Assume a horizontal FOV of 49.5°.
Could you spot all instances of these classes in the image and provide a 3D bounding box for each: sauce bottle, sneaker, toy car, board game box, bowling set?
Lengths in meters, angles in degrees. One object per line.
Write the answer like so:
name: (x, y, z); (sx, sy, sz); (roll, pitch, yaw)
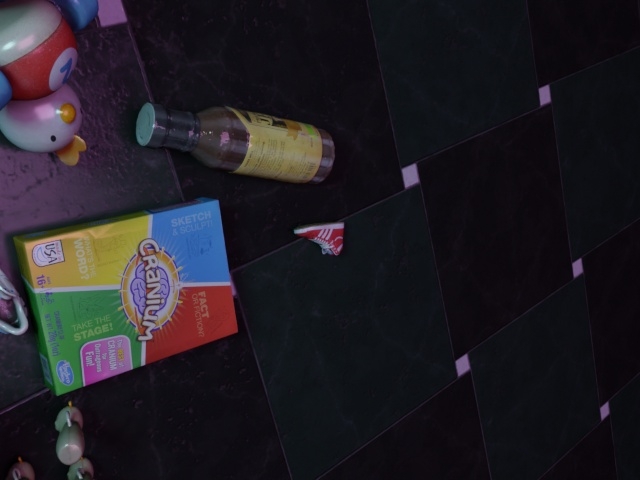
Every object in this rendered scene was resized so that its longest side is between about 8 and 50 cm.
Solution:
sauce bottle: (-0.135, -0.166, 1.172); (0.344, 0.111, 0.111); (5, 94, -39)
sneaker: (0.000, 0.000, 1.344); (0.119, 0.042, 0.067); (-7, 97, -39)
toy car: (-0.382, -0.196, 0.937); (0.219, 0.210, 0.238); (-62, 143, -32)
sneaker: (-0.467, 0.057, 0.971); (0.071, 0.083, 0.190); (-42, 118, -23)
board game box: (-0.298, 0.077, 1.114); (0.317, 0.064, 0.242); (-17, 107, -34)
bowling set: (-0.425, 0.396, 1.039); (0.200, 0.154, 0.286); (-9, 104, -17)
